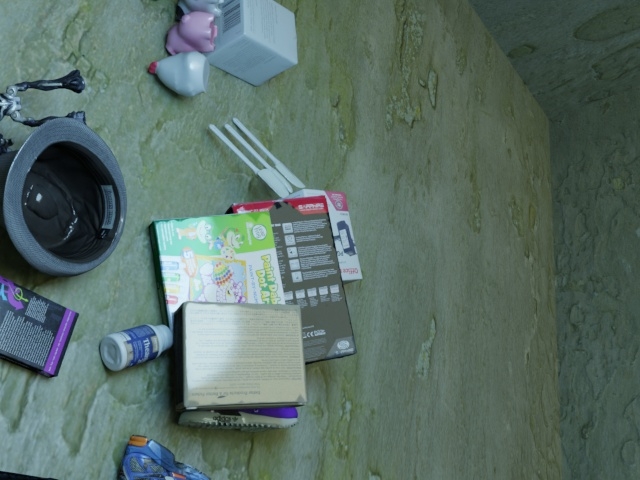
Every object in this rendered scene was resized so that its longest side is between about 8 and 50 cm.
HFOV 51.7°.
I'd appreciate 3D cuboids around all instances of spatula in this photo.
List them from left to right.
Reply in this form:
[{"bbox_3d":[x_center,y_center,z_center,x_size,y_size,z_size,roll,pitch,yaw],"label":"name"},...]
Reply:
[{"bbox_3d":[-0.145,-0.196,1.536,0.242,0.019,0.168,46,27,2],"label":"spatula"}]

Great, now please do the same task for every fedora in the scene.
[{"bbox_3d":[-0.443,-0.069,1.078,0.275,0.124,0.243,53,49,-57],"label":"fedora"}]

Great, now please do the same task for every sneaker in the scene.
[{"bbox_3d":[-0.271,0.432,1.173,0.221,0.083,0.087,44,58,-24],"label":"sneaker"},{"bbox_3d":[-0.152,0.308,1.341,0.293,0.102,0.146,21,59,-46],"label":"sneaker"}]

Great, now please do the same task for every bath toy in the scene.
[{"bbox_3d":[-0.293,-0.473,1.475,0.151,0.129,0.348,95,1,-67],"label":"bath toy"}]

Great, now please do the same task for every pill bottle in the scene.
[{"bbox_3d":[-0.329,0.189,1.194,0.120,0.067,0.067,-12,85,-53],"label":"pill bottle"}]

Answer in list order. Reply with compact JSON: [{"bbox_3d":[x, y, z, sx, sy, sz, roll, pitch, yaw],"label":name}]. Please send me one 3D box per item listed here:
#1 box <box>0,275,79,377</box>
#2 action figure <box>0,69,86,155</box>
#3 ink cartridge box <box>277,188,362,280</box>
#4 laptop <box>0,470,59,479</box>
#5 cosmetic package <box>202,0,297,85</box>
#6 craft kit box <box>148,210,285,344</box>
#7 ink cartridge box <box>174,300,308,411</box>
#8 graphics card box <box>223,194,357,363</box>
[{"bbox_3d":[-0.479,0.137,1.059,0.162,0.029,0.116,39,47,-38],"label":"box"},{"bbox_3d":[-0.525,-0.208,1.063,0.276,0.141,0.164,-9,91,-26],"label":"action figure"},{"bbox_3d":[0.000,0.000,1.665,0.172,0.100,0.237,-1,76,-51],"label":"ink cartridge box"},{"bbox_3d":[-0.583,0.352,0.702,0.408,0.236,0.381,34,77,-7],"label":"laptop"},{"bbox_3d":[-0.172,-0.499,1.613,0.184,0.152,0.151,17,63,-47],"label":"cosmetic package"},{"bbox_3d":[-0.204,0.073,1.335,0.247,0.061,0.249,-6,79,-29],"label":"craft kit box"},{"bbox_3d":[-0.150,0.217,1.235,0.235,0.088,0.193,5,70,-25],"label":"ink cartridge box"},{"bbox_3d":[-0.069,0.095,1.472,0.233,0.094,0.370,-8,79,-25],"label":"graphics card box"}]
